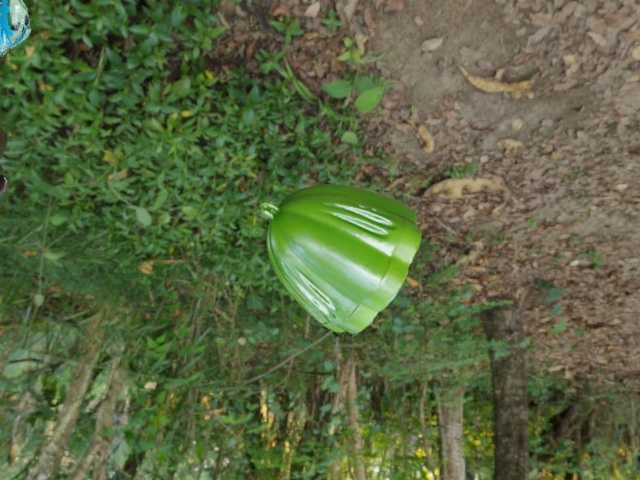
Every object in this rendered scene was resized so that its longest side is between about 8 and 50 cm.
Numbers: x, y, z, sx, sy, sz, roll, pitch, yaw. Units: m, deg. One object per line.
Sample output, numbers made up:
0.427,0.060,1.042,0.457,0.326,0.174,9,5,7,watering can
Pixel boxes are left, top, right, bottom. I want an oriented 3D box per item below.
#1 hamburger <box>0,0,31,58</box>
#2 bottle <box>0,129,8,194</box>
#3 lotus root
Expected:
-0.633,-0.374,0.788,0.276,0.150,0.260,-16,139,7,hamburger
-0.261,-0.023,0.261,0.143,0.271,0.156,12,179,26,bottle
0.000,0.000,0.605,0.186,0.186,0.186,7,160,2,lotus root
